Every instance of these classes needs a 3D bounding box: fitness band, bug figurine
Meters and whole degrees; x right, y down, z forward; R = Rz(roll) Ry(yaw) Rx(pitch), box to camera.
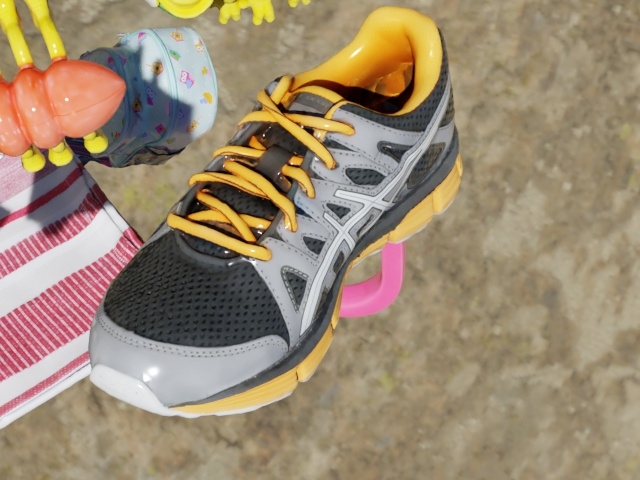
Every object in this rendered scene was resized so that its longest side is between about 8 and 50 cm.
[{"bbox_3d":[0.000,0.000,1.434,0.291,0.208,0.054,84,11,-54],"label":"fitness band"},{"bbox_3d":[-0.112,-0.151,0.471,0.216,0.072,0.279,-22,121,-4],"label":"bug figurine"}]

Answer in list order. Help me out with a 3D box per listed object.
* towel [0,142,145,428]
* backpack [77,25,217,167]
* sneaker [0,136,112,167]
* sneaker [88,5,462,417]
[{"bbox_3d":[-0.318,0.026,1.263,0.237,0.329,0.037,-33,142,-13],"label":"towel"},{"bbox_3d":[-0.224,-0.189,1.521,0.144,0.188,0.166,-6,80,-47],"label":"backpack"},{"bbox_3d":[-0.451,-0.125,1.828,0.299,0.121,0.112,-19,100,7],"label":"sneaker"},{"bbox_3d":[-0.014,-0.018,0.452,0.215,0.084,0.083,-48,150,-41],"label":"sneaker"}]
